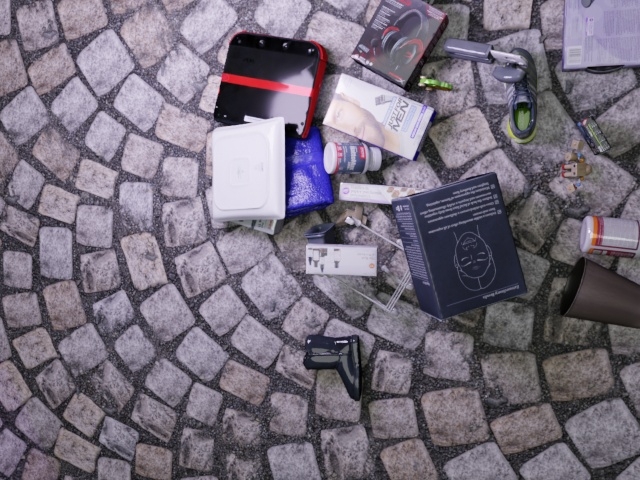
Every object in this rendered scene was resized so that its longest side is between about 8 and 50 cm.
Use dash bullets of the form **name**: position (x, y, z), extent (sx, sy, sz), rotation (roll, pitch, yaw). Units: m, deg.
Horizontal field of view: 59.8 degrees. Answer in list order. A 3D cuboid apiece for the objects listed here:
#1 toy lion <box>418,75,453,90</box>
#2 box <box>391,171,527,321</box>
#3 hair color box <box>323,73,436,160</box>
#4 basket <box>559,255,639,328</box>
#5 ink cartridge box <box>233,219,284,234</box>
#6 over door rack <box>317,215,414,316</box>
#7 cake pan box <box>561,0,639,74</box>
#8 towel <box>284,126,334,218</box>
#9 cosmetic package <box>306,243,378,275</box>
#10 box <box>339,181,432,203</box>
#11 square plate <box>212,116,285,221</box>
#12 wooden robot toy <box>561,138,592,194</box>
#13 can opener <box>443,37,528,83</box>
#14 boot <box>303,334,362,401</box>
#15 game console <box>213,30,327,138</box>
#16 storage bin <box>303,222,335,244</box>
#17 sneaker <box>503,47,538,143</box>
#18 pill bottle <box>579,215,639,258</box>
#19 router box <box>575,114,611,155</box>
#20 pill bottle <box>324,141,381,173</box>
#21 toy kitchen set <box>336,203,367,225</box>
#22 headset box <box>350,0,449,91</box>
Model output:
- **toy lion**: position (0.386, -0.514, 1.843), extent (0.096, 0.100, 0.034), rotation (16, 99, 32)
- **box**: position (0.434, 0.015, 1.776), extent (0.293, 0.212, 0.395), rotation (-16, 93, -7)
- **hair color box**: position (0.201, -0.418, 1.899), extent (0.339, 0.110, 0.185), rotation (25, 103, 13)
- **basket**: position (0.904, 0.182, 1.753), extent (0.227, 0.154, 0.204), rotation (19, 98, 9)
- **ink cartridge box**: position (-0.235, -0.122, 2.058), extent (0.208, 0.087, 0.153), rotation (17, 100, 12)
- **over door rack**: position (0.184, 0.084, 1.950), extent (0.324, 0.108, 0.239), rotation (28, 101, 2)
- **cake pan box**: position (0.877, -0.651, 1.708), extent (0.246, 0.070, 0.267), rotation (0, 96, 17)
- **towel**: position (-0.087, -0.244, 1.955), extent (0.227, 0.076, 0.308), rotation (-15, 73, 10)
- **cosmetic package**: position (0.072, 0.065, 1.877), extent (0.239, 0.060, 0.099), rotation (1, 100, 8)
- **box**: position (0.229, -0.160, 1.940), extent (0.324, 0.067, 0.063), rotation (6, 97, 14)
- **square plate**: position (-0.268, -0.243, 1.956), extent (0.344, 0.049, 0.347), rotation (0, 90, 37)
- **wooden robot toy**: position (0.828, -0.235, 1.781), extent (0.079, 0.076, 0.173), rotation (-3, 96, -20)
- **can opener**: position (0.514, -0.568, 1.761), extent (0.283, 0.076, 0.095), rotation (25, 94, 34)
- **boot**: position (0.045, 0.464, 2.041), extent (0.207, 0.094, 0.246), rotation (-4, 88, 12)
- **game console**: position (-0.183, -0.558, 1.983), extent (0.386, 0.060, 0.342), rotation (15, 96, 20)
- **storage bin**: position (0.000, 0.000, 1.989), extent (0.098, 0.135, 0.091), rotation (-5, 104, 23)
- **sneaker**: position (0.642, -0.462, 1.764), extent (0.111, 0.121, 0.300), rotation (-7, 94, 16)
- **pill bottle**: position (0.937, -0.008, 1.733), extent (0.221, 0.121, 0.121), rotation (7, 98, 14)
- **router box**: position (0.851, -0.327, 1.737), extent (0.038, 0.092, 0.122), rotation (-30, 87, 17)
- **pill bottle**: position (0.111, -0.281, 1.906), extent (0.180, 0.108, 0.108), rotation (-2, 96, -18)
- **toy kitchen set**: position (0.114, -0.087, 2.002), extent (0.083, 0.075, 0.068), rotation (22, 61, -20)
- **headset box**: position (0.270, -0.681, 1.847), extent (0.218, 0.110, 0.293), rotation (34, 104, 10)
